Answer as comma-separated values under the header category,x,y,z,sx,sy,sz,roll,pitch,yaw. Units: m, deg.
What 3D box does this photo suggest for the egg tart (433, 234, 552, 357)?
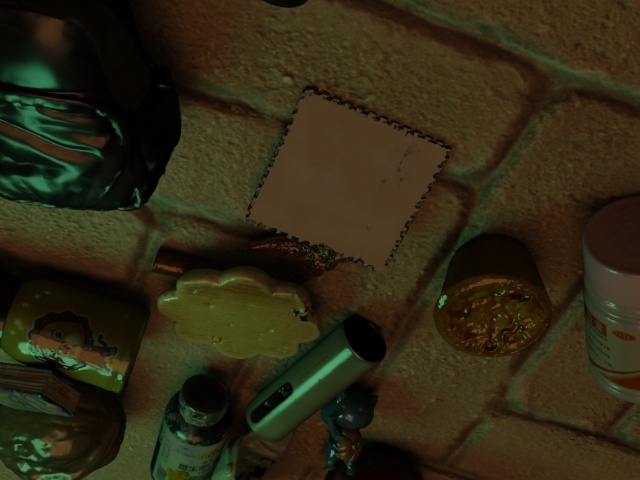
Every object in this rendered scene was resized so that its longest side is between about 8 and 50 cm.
category,x,y,z,sx,sy,sz,roll,pitch,yaw
egg tart,0.292,0.086,1.635,0.203,0.147,0.202,2,133,3

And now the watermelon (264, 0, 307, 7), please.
category,x,y,z,sx,sy,sz,roll,pitch,yaw
watermelon,-0.056,-0.367,1.322,0.111,0.078,0.078,20,130,-12

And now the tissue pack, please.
category,x,y,z,sx,sy,sz,roll,pitch,yaw
tissue pack,-0.540,0.276,1.764,0.155,0.065,0.115,2,152,22

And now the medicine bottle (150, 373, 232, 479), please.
category,x,y,z,sx,sy,sz,roll,pitch,yaw
medicine bottle,-0.267,0.405,1.984,0.141,0.141,0.293,15,131,-7

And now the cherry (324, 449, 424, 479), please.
category,x,y,z,sx,sy,sz,roll,pitch,yaw
cherry,0.116,0.574,2.032,0.239,0.239,0.206,28,136,-17

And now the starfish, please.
category,x,y,z,sx,sy,sz,roll,pitch,yaw
starfish,-0.001,-0.002,1.660,0.247,0.050,0.138,-30,122,20

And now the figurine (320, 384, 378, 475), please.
category,x,y,z,sx,sy,sz,roll,pitch,yaw
figurine,0.043,0.382,1.935,0.114,0.178,0.144,11,171,-15

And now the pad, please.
category,x,y,z,sx,sy,sz,roll,pitch,yaw
pad,0.043,-0.092,1.559,0.270,0.012,0.269,23,117,-13

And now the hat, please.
category,x,y,z,sx,sy,sz,roll,pitch,yaw
hat,-0.168,0.539,2.031,0.168,0.257,0.301,14,144,-14

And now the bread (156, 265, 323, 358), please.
category,x,y,z,sx,sy,sz,roll,pitch,yaw
bread,-0.144,0.134,1.753,0.316,0.054,0.316,6,147,4

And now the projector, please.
category,x,y,z,sx,sy,sz,roll,pitch,yaw
projector,-0.014,0.277,1.866,0.108,0.108,0.337,32,127,-20

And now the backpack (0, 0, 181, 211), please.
category,x,y,z,sx,sy,sz,roll,pitch,yaw
backpack,-0.386,-0.249,1.351,0.363,0.254,0.445,6,146,2

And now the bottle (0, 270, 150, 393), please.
category,x,y,z,sx,sy,sz,roll,pitch,yaw
bottle,-0.511,0.162,1.775,0.351,0.171,0.171,17,131,-9

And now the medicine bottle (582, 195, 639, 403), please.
category,x,y,z,sx,sy,sz,roll,pitch,yaw
medicine bottle,0.544,0.103,1.585,0.202,0.202,0.315,-6,130,12

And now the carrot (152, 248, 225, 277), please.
category,x,y,z,sx,sy,sz,roll,pitch,yaw
carrot,-0.235,0.050,1.732,0.139,0.048,0.048,12,132,-7

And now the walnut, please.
category,x,y,z,sx,sy,sz,roll,pitch,yaw
walnut,-0.531,0.378,1.931,0.273,0.227,0.273,7,133,8
